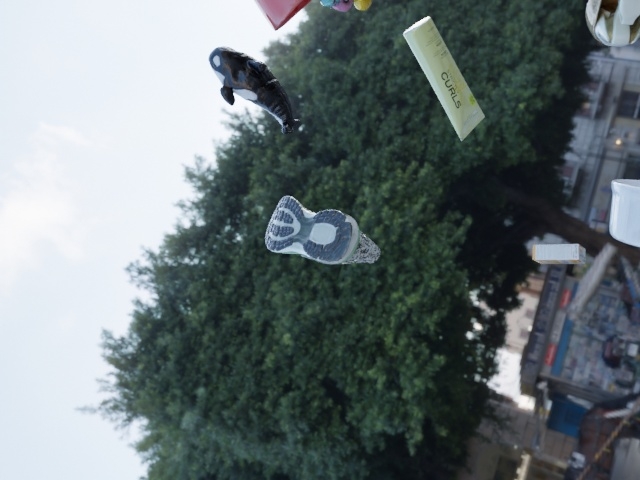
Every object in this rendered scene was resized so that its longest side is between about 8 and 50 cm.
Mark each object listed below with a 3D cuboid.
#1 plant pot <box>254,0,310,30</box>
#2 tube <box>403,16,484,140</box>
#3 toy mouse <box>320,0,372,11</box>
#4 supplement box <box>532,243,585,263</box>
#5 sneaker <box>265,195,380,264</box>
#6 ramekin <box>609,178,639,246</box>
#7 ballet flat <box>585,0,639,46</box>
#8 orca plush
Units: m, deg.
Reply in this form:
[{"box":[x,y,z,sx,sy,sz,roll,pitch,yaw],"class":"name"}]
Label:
[{"box":[-0.085,-0.638,1.438,0.243,0.275,0.275,46,-130,-12],"class":"plant pot"},{"box":[0.249,-0.321,1.308,0.240,0.070,0.062,57,-169,-19],"class":"tube"},{"box":[0.037,-0.499,1.382,0.161,0.143,0.031,-72,-12,-77],"class":"toy mouse"},{"box":[0.523,0.031,1.450,0.062,0.098,0.036,17,-105,-53],"class":"supplement box"},{"box":[0.000,0.000,1.731,0.182,0.410,0.158,26,-93,-36],"class":"sneaker"},{"box":[0.808,-0.056,1.525,0.277,0.277,0.135,-19,-62,-63],"class":"ramekin"},{"box":[0.331,-0.256,0.725,0.206,0.073,0.067,45,-127,-67],"class":"ballet flat"},{"box":[-0.159,-0.382,1.610,0.151,0.287,0.102,-30,-11,-23],"class":"orca plush"}]
